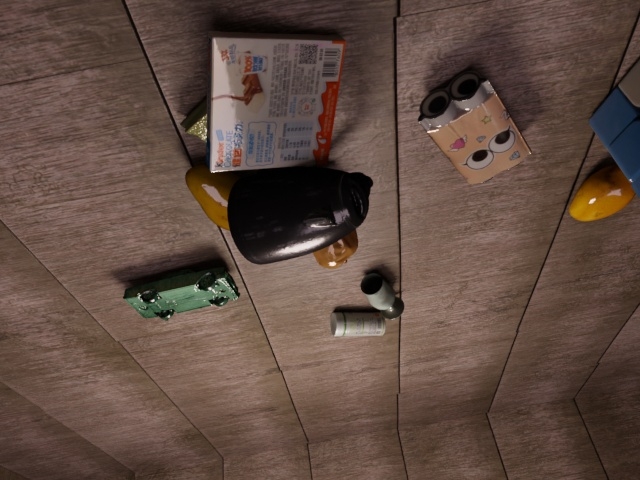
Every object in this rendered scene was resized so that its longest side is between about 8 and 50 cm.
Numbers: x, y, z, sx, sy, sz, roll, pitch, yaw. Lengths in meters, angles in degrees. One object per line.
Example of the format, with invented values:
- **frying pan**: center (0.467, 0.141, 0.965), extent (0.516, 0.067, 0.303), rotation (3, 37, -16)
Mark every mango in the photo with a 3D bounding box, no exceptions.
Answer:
- **mango**: center (0.784, -0.124, 1.531), extent (0.145, 0.112, 0.219), rotation (1, 153, -14)
- **mango**: center (-0.228, -0.099, 1.334), extent (0.138, 0.113, 0.253), rotation (-31, 136, 26)

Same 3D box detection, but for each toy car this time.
- **toy car**: center (-0.412, 0.151, 1.631), extent (0.321, 0.097, 0.141), rotation (-14, 142, 7)

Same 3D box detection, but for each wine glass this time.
- **wine glass**: center (0.205, 0.186, 1.815), extent (0.093, 0.093, 0.202), rotation (-22, 140, 16)

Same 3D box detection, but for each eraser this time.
- **eraser**: center (0.361, -0.255, 1.280), extent (0.171, 0.087, 0.290), rotation (-30, 139, 23)

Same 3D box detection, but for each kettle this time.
- **kettle**: center (-0.023, -0.084, 1.231), extent (0.290, 0.268, 0.207), rotation (-13, 111, 25)

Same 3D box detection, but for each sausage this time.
- **sausage**: center (0.018, -0.035, 1.435), extent (0.136, 0.120, 0.241), rotation (-17, 119, 6)

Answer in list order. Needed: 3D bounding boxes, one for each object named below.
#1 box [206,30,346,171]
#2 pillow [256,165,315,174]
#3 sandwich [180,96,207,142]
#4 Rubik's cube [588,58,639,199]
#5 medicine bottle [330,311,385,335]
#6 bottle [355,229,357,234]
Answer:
- **box**: center (-0.094, -0.272, 1.094), extent (0.265, 0.048, 0.273), rotation (-7, 128, -23)
- **pillow**: center (-0.075, -0.162, 1.338), extent (0.150, 0.048, 0.090), rotation (-13, 141, 1)
- **sandwich**: center (-0.159, -0.241, 1.214), extent (0.212, 0.063, 0.245), rotation (-31, 137, 31)
- **Rubik's cube**: center (0.883, -0.256, 1.183), extent (0.347, 0.344, 0.347), rotation (6, 139, -20)
- **medicine bottle**: center (0.134, 0.299, 1.951), extent (0.183, 0.086, 0.086), rotation (2, 141, -15)
- **bottle**: center (0.000, 0.000, 1.545), extent (0.202, 0.072, 0.072), rotation (-2, 142, -9)
